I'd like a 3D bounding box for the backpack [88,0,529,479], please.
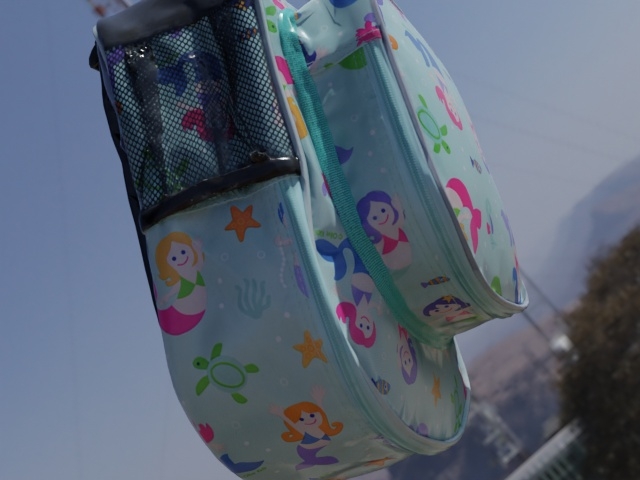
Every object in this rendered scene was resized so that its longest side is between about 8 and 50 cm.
[{"bbox_3d":[0.000,0.000,0.725,0.191,0.254,0.225,-15,-19,17],"label":"backpack"}]
